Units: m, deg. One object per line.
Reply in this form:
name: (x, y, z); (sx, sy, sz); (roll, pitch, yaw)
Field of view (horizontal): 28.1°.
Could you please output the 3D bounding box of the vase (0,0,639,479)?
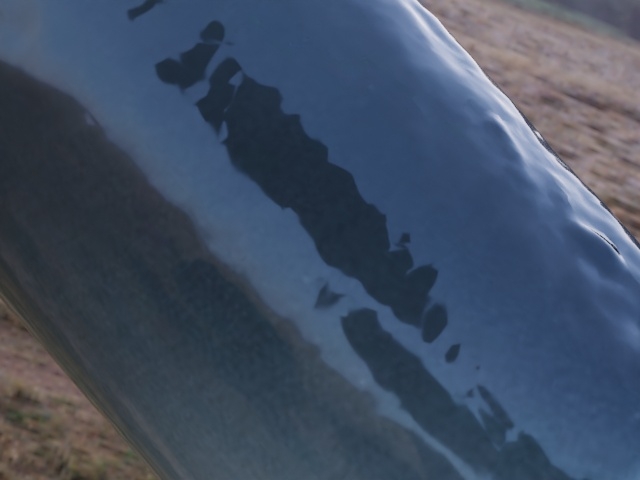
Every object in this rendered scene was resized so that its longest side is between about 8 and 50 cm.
vase: (0.000, 0.000, 0.471); (0.291, 0.245, 0.245); (46, 22, 13)
